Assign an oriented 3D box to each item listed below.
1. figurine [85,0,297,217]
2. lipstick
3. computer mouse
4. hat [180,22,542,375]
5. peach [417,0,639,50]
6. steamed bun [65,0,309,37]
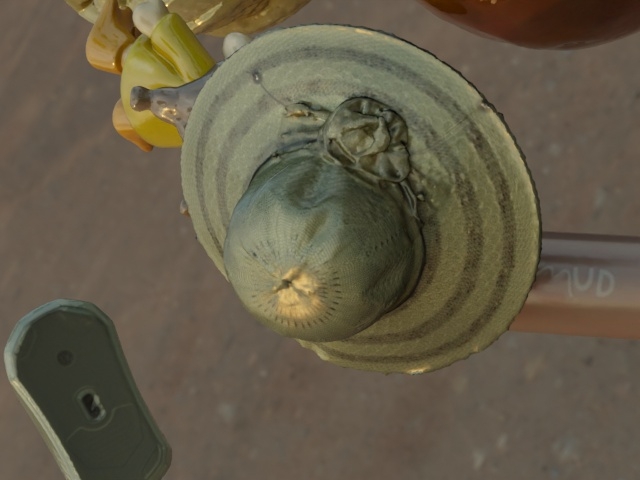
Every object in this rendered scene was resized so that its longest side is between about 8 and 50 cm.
[{"bbox_3d":[-0.070,-0.109,1.616,0.343,0.215,0.187,20,66,42],"label":"figurine"},{"bbox_3d":[0.212,0.032,1.188,0.070,0.254,0.070,3,-90,-79],"label":"lipstick"},{"bbox_3d":[-0.174,0.128,1.357,0.089,0.182,0.056,-29,11,-10],"label":"computer mouse"},{"bbox_3d":[0.000,0.000,1.093,0.252,0.252,0.110,-47,0,37],"label":"hat"},{"bbox_3d":[0.181,-0.321,1.500,0.342,0.302,0.343,-12,53,16],"label":"peach"},{"bbox_3d":[-0.148,-0.390,2.295,0.372,0.325,0.230,-42,-24,-19],"label":"steamed bun"}]
